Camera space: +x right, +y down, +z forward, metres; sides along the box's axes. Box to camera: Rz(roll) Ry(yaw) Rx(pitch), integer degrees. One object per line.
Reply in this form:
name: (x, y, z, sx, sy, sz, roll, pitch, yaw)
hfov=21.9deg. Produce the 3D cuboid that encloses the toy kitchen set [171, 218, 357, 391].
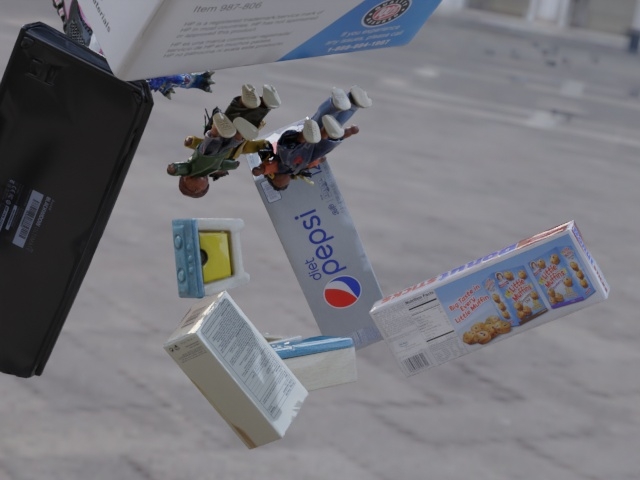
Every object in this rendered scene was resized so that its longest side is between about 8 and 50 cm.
toy kitchen set: (-0.081, 0.060, 1.616, 0.122, 0.166, 0.207, -8, 5, -38)

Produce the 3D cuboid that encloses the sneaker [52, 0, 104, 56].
sneaker: (-0.215, -0.217, 1.508, 0.077, 0.178, 0.072, 10, -14, 7)

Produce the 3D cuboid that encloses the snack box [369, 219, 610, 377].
snack box: (0.128, 0.047, 1.275, 0.178, 0.064, 0.022, -24, 13, 25)

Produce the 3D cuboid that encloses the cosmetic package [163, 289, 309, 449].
cosmetic package: (-0.066, 0.104, 1.317, 0.041, 0.115, 0.060, -24, 20, 38)

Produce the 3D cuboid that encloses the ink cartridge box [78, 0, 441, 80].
ink cartridge box: (0.020, -0.301, 1.133, 0.285, 0.395, 0.166, -12, 65, -39)

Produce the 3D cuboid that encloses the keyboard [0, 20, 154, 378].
keyboard: (-0.274, -0.041, 1.381, 0.201, 0.317, 0.033, 27, 28, 0)

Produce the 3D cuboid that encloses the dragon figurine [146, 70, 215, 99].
dragon figurine: (-0.224, -0.219, 2.009, 0.144, 0.085, 0.289, 3, 4, -41)

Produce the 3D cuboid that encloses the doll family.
doll family: (-0.043, -0.080, 1.380, 0.193, 0.111, 0.076, 2, 56, -29)

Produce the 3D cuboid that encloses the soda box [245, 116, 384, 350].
soda box: (0.000, 0.000, 2.005, 0.091, 0.286, 0.098, -23, 34, 1)
